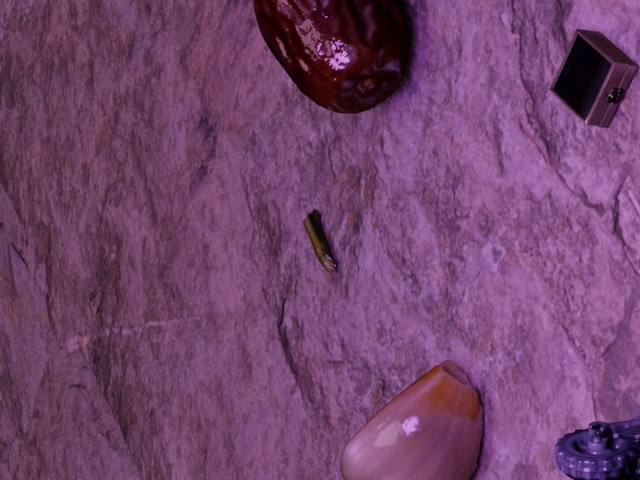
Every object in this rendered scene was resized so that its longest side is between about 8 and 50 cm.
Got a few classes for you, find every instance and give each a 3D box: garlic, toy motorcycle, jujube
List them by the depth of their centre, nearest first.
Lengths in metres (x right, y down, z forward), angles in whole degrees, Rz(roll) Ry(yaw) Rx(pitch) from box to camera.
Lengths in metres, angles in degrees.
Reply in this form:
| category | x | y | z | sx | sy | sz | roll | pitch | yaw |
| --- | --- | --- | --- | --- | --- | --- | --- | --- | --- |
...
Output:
| category | x | y | z | sx | sy | sz | roll | pitch | yaw |
| --- | --- | --- | --- | --- | --- | --- | --- | --- | --- |
| toy motorcycle | 0.363 | 0.215 | 1.508 | 0.270 | 0.159 | 0.106 | 10 | 106 | 41 |
| garlic | 0.104 | 0.252 | 1.924 | 0.245 | 0.145 | 0.164 | -46 | 19 | 47 |
| jujube | 0.015 | -0.286 | 2.021 | 0.183 | 0.183 | 0.243 | -58 | 46 | 38 |

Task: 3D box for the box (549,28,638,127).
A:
| category | x | y | z | sx | sy | sz | roll | pitch | yaw |
| --- | --- | --- | --- | --- | --- | --- | --- | --- | --- |
| box | 0.296 | -0.175 | 1.712 | 0.083 | 0.035 | 0.079 | 53 | 130 | 45 |

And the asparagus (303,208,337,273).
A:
| category | x | y | z | sx | sy | sz | roll | pitch | yaw |
| --- | --- | --- | --- | --- | --- | --- | --- | --- | --- |
| asparagus | 0.000 | 0.001 | 2.174 | 0.025 | 0.021 | 0.108 | -53 | 46 | 40 |
